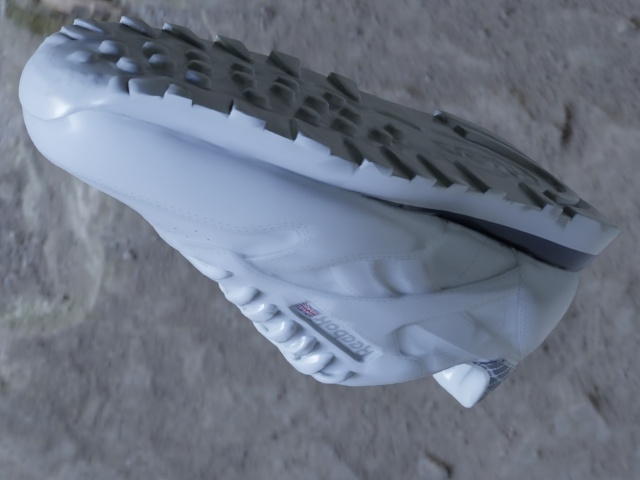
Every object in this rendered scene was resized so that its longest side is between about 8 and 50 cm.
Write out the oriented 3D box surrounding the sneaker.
[{"bbox_3d":[0.000,0.000,0.518,0.235,0.090,0.095,18,112,-40],"label":"sneaker"}]
